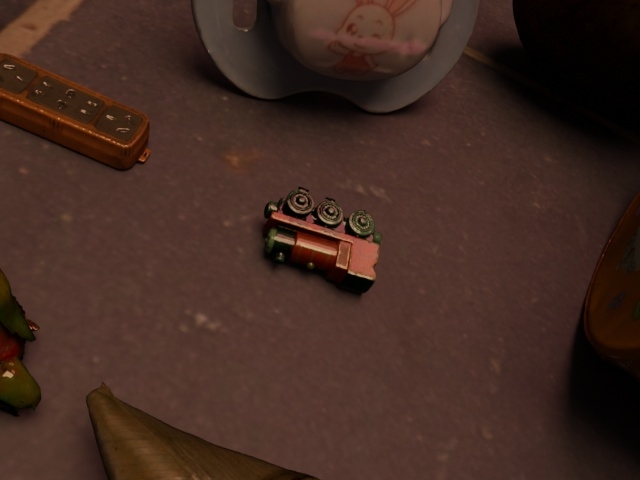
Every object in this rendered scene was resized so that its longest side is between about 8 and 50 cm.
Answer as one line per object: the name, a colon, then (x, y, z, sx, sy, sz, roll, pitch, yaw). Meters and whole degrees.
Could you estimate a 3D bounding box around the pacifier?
pacifier: (0.009, -0.256, 0.643, 0.287, 0.238, 0.226, -2, 28, -22)

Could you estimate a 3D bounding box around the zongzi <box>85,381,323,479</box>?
zongzi: (0.022, 0.167, 0.377, 0.251, 0.125, 0.274, -14, 57, -30)

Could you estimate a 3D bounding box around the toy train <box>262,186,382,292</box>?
toy train: (0.000, 0.000, 0.539, 0.103, 0.044, 0.064, 18, 61, -11)

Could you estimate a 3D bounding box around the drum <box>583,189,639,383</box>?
drum: (0.416, -0.017, 0.487, 0.214, 0.431, 0.431, 36, 50, 7)

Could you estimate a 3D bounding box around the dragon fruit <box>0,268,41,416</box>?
dragon fruit: (-0.252, 0.036, 0.368, 0.142, 0.175, 0.138, -12, 46, 5)

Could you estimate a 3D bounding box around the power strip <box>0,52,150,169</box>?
power strip: (-0.222, -0.111, 0.530, 0.178, 0.028, 0.049, 23, 51, -6)

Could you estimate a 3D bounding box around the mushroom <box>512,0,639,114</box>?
mushroom: (0.402, -0.256, 0.735, 0.345, 0.345, 0.239, -12, 94, -30)
